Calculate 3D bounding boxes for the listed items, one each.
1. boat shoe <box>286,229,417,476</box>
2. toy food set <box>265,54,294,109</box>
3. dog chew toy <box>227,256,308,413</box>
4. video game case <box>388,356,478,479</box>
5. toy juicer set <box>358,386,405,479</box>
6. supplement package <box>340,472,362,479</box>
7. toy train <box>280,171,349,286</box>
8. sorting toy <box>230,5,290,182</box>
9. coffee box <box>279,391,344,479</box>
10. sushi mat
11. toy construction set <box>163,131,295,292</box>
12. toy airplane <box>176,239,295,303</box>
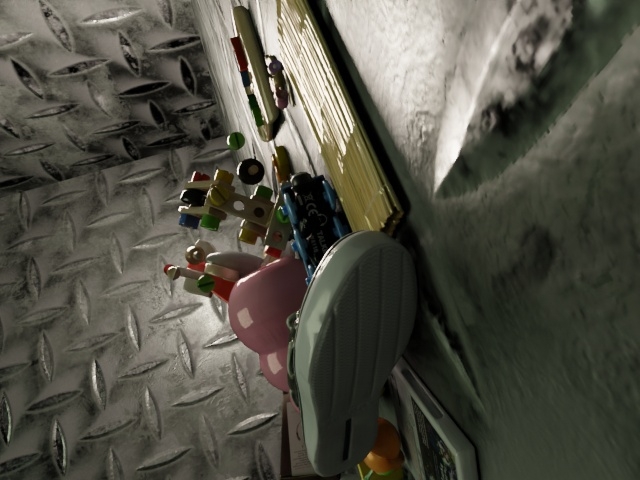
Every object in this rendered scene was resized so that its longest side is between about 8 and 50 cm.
[{"bbox_3d":[0.007,0.119,0.494,0.119,0.121,0.335,49,141,44],"label":"boat shoe"},{"bbox_3d":[-0.070,-0.246,0.724,0.122,0.019,0.078,-125,19,-59],"label":"toy food set"},{"bbox_3d":[-0.045,0.205,0.920,0.332,0.206,0.206,64,170,-2],"label":"dog chew toy"},{"bbox_3d":[0.127,0.244,0.520,0.173,0.022,0.191,-129,24,-66],"label":"video game case"},{"bbox_3d":[0.034,0.197,0.691,0.209,0.089,0.329,81,173,-59],"label":"toy juicer set"},{"bbox_3d":[0.084,0.568,0.896,0.179,0.105,0.105,-71,-27,-53],"label":"supplement package"},{"bbox_3d":[0.000,0.000,0.623,0.105,0.080,0.184,108,143,-84],"label":"toy train"},{"bbox_3d":[-0.125,-0.269,0.923,0.229,0.041,0.307,-173,66,-79],"label":"sorting toy"},{"bbox_3d":[-0.017,0.415,1.072,0.168,0.118,0.297,76,-172,-46],"label":"coffee box"},{"bbox_3d":[0.008,-0.135,0.492,0.151,0.019,0.317,96,155,-70],"label":"sushi mat"},{"bbox_3d":[-0.164,-0.029,0.881,0.257,0.309,0.237,47,165,-16],"label":"toy construction set"},{"bbox_3d":[-0.184,0.102,1.240,0.384,0.272,0.386,37,176,-32],"label":"toy airplane"}]
